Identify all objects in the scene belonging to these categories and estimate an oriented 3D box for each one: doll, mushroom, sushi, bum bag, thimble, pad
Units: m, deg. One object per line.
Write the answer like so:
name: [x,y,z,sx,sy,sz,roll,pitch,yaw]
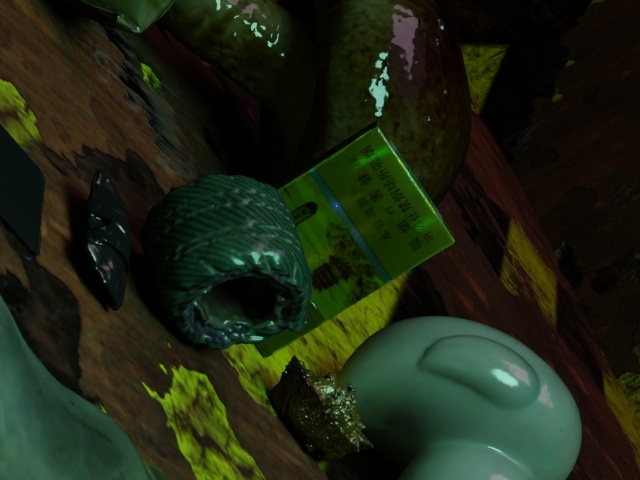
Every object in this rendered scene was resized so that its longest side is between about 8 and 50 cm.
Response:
doll: [0.115,0.196,1.516,0.251,0.221,0.221,36,14,0]
mushroom: [-0.014,-0.153,1.652,0.356,0.334,0.331,-1,24,-34]
sushi: [0.004,0.143,1.421,0.118,0.060,0.061,48,11,-43]
mushroom: [-0.177,0.075,0.832,0.351,0.097,0.109,53,16,-40]
bum bag: [-0.154,-0.004,1.219,0.124,0.034,0.058,-102,171,-54]
thimble: [-0.071,0.019,1.294,0.135,0.118,0.090,68,4,-57]
pad: [-0.244,-0.083,1.128,0.193,0.004,0.116,51,15,-30]

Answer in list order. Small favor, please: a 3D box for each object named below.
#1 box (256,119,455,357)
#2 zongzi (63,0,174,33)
box: [0.000,0.000,1.430,0.121,0.193,0.030,55,11,-13]
zongzi: [-0.228,-0.284,1.481,0.221,0.112,0.242,44,-2,-20]
